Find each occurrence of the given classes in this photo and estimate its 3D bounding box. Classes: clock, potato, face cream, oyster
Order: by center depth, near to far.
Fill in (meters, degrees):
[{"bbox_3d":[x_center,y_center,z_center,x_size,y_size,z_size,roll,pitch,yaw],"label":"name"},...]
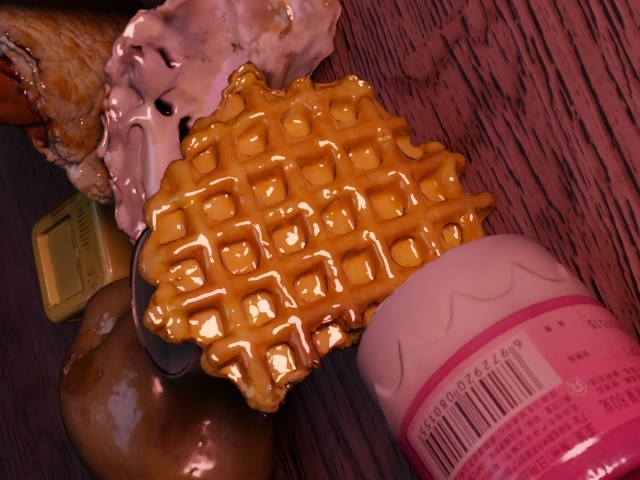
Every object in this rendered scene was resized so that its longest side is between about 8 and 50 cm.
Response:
[{"bbox_3d":[0.140,0.117,0.808,0.195,0.175,0.175,56,137,34],"label":"face cream"},{"bbox_3d":[-0.085,-0.088,1.138,0.237,0.115,0.351,1,113,22],"label":"oyster"},{"bbox_3d":[-0.149,0.205,1.225,0.218,0.202,0.351,-14,91,67],"label":"potato"},{"bbox_3d":[-0.268,0.016,1.457,0.202,0.096,0.143,-25,73,53],"label":"clock"}]

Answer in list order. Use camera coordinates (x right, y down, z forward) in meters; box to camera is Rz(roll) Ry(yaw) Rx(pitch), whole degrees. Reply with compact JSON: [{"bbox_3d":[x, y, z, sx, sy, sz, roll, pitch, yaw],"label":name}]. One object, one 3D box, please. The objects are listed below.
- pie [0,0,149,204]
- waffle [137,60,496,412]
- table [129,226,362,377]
[{"bbox_3d":[-0.240,-0.178,1.211,0.105,0.274,0.257,-23,47,36],"label":"pie"},{"bbox_3d":[0.000,-0.001,0.907,0.051,0.291,0.291,121,133,-67],"label":"waffle"},{"bbox_3d":[-0.033,0.038,1.006,0.126,0.220,0.126,13,106,55],"label":"table"}]
